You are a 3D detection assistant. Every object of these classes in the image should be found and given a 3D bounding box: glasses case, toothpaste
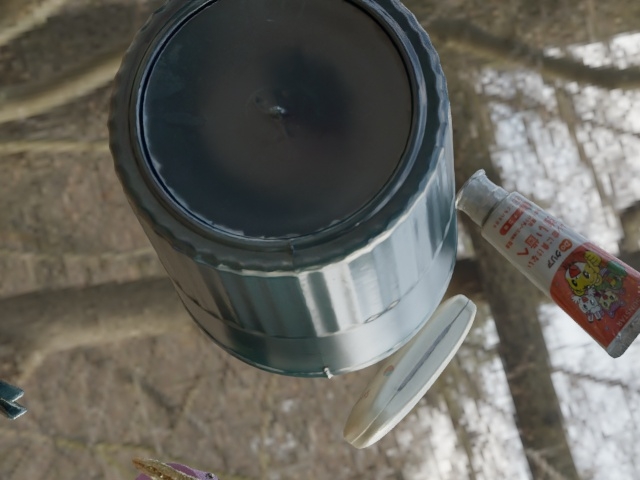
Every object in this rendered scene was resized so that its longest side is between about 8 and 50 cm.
[{"bbox_3d":[0.093,0.134,1.528,0.051,0.204,0.081,42,-31,1],"label":"glasses case"},{"bbox_3d":[0.241,0.017,1.526,0.234,0.089,0.057,40,-4,14],"label":"toothpaste"}]

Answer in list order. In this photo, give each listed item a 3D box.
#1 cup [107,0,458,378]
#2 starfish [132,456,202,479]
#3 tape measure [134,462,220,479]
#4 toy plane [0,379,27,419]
[{"bbox_3d":[-0.007,-0.073,1.093,0.292,0.242,0.308,72,41,-74],"label":"cup"},{"bbox_3d":[-0.052,0.290,1.445,0.231,0.295,0.048,110,-1,-58],"label":"starfish"},{"bbox_3d":[-0.165,0.316,1.699,0.074,0.125,0.118,73,18,-51],"label":"tape measure"},{"bbox_3d":[-0.227,0.024,0.792,0.235,0.060,0.096,21,-41,49],"label":"toy plane"}]
